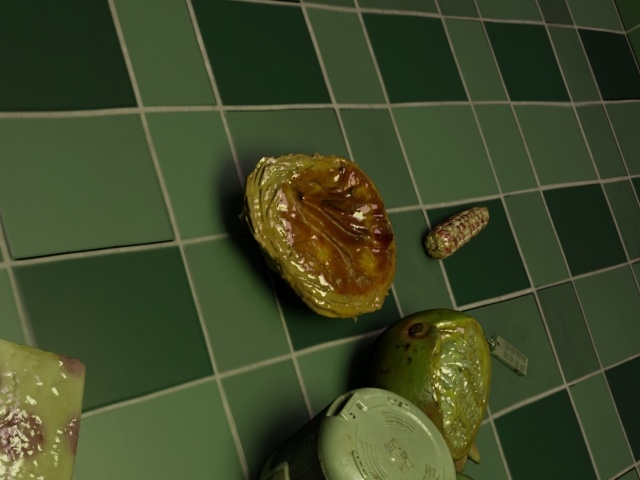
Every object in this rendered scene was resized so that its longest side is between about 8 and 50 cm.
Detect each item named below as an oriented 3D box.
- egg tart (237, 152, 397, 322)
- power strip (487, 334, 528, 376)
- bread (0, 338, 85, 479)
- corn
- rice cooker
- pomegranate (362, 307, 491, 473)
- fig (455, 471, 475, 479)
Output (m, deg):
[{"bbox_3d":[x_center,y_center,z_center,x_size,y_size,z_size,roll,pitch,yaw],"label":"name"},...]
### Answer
[{"bbox_3d":[0.000,0.000,1.737,0.352,0.153,0.339,-16,84,-45],"label":"egg tart"},{"bbox_3d":[0.433,0.264,2.111,0.136,0.019,0.051,38,53,-25],"label":"power strip"},{"bbox_3d":[-0.423,0.315,1.218,0.187,0.155,0.338,24,57,-38],"label":"bread"},{"bbox_3d":[0.320,-0.025,2.090,0.237,0.079,0.079,-29,93,-45],"label":"corn"},{"bbox_3d":[0.054,0.415,1.524,0.288,0.277,0.288,25,40,-24],"label":"rice cooker"},{"bbox_3d":[0.200,0.303,1.766,0.309,0.216,0.358,-59,144,-46],"label":"pomegranate"},{"bbox_3d":[0.242,0.521,1.720,0.181,0.191,0.181,13,51,-17],"label":"fig"}]
